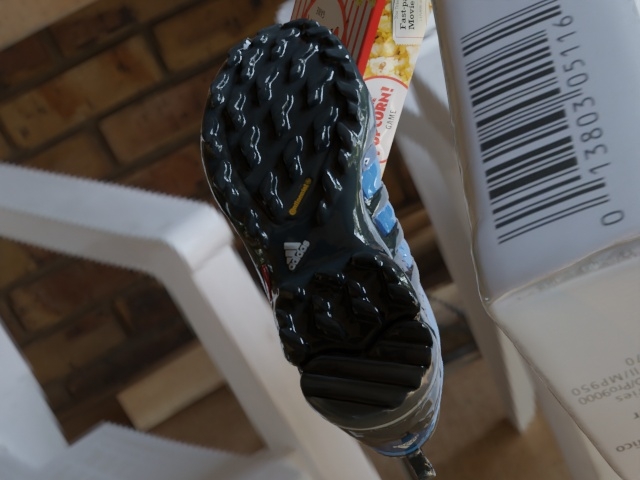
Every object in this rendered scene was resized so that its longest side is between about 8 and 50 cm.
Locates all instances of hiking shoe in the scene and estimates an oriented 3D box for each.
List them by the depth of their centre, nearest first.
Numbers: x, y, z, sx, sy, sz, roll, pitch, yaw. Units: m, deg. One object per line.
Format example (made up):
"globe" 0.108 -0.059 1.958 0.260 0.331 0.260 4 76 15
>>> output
"hiking shoe" 0.000 0.000 0.907 0.113 0.132 0.304 -16 59 4

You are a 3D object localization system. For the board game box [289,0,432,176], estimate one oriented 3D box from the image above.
"board game box" 0.024 -0.151 1.023 0.045 0.193 0.147 8 18 -23

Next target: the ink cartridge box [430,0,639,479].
"ink cartridge box" 0.166 -0.006 0.700 0.091 0.385 0.308 -21 47 17
